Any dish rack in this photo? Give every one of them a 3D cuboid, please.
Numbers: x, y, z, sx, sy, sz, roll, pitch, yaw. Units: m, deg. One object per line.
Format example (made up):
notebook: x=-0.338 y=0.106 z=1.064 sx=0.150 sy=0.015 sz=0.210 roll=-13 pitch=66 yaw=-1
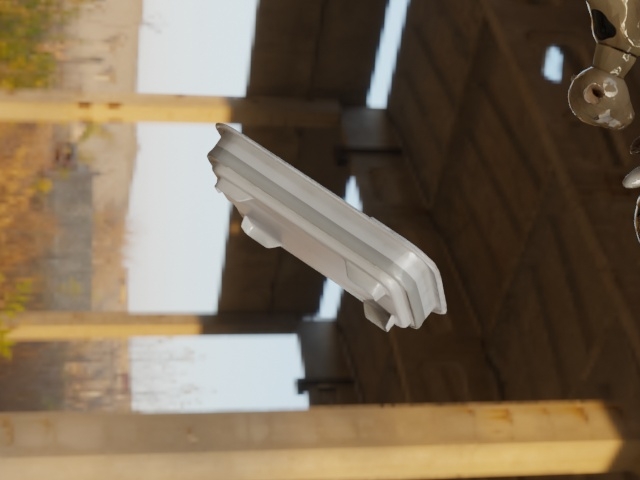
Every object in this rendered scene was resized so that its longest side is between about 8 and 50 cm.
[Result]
dish rack: x=0.000 y=0.000 z=1.471 sx=0.072 sy=0.333 sz=0.285 roll=-53 pitch=163 yaw=-8

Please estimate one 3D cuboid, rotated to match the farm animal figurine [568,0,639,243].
farm animal figurine: x=0.291 y=-0.077 z=0.896 sx=0.330 sy=0.172 sz=0.327 roll=59 pitch=-6 yaw=39
